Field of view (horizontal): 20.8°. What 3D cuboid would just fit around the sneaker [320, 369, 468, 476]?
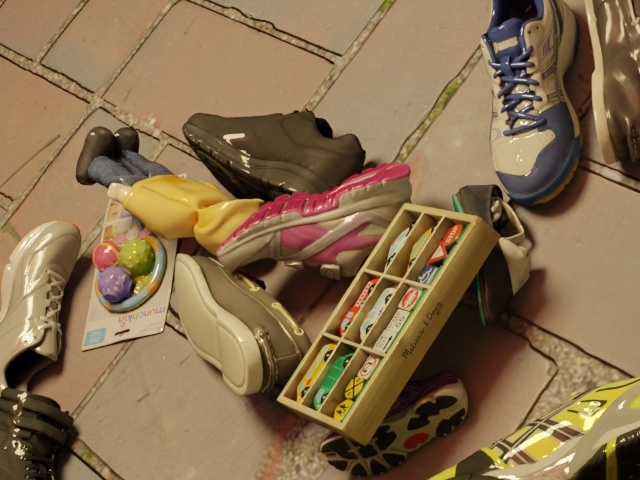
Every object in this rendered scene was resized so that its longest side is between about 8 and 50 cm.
[{"bbox_3d":[0.080,0.193,1.856,0.170,0.068,0.071,-26,30,10],"label":"sneaker"}]

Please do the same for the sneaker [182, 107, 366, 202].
[{"bbox_3d":[-0.055,-0.110,2.172,0.286,0.109,0.130,26,70,39],"label":"sneaker"}]

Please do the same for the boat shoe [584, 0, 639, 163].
[{"bbox_3d":[0.345,-0.230,1.927,0.095,0.112,0.335,-8,58,14],"label":"boat shoe"}]

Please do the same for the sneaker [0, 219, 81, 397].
[{"bbox_3d":[-0.367,0.102,2.273,0.121,0.099,0.262,21,82,39],"label":"sneaker"}]

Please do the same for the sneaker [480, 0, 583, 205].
[{"bbox_3d":[0.221,-0.179,1.962,0.112,0.131,0.296,-18,51,27],"label":"sneaker"}]

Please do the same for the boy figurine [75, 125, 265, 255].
[{"bbox_3d":[-0.184,-0.055,2.169,0.285,0.177,0.092,27,108,37],"label":"boy figurine"}]

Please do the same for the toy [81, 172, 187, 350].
[{"bbox_3d":[-0.253,0.017,2.259,0.137,0.056,0.237,-15,51,32],"label":"toy"}]

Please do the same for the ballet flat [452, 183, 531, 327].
[{"bbox_3d":[0.191,0.009,1.889,0.074,0.074,0.203,-30,38,19],"label":"ballet flat"}]

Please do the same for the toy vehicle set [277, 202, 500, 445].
[{"bbox_3d":[0.070,0.084,1.860,0.267,0.035,0.166,-57,25,-10],"label":"toy vehicle set"}]

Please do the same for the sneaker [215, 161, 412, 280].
[{"bbox_3d":[0.000,0.000,2.003,0.252,0.111,0.103,-17,13,20],"label":"sneaker"}]

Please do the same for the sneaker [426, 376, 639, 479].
[{"bbox_3d":[0.232,0.229,1.661,0.385,0.145,0.147,-22,23,25],"label":"sneaker"}]

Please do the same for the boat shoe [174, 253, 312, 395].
[{"bbox_3d":[-0.097,0.091,2.046,0.091,0.109,0.305,-10,24,-19],"label":"boat shoe"}]

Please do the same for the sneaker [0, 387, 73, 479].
[{"bbox_3d":[-0.348,0.269,2.104,0.147,0.104,0.296,-57,38,-3],"label":"sneaker"}]
